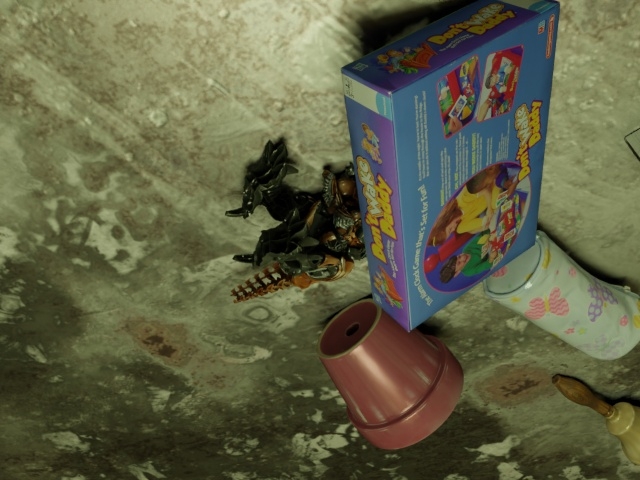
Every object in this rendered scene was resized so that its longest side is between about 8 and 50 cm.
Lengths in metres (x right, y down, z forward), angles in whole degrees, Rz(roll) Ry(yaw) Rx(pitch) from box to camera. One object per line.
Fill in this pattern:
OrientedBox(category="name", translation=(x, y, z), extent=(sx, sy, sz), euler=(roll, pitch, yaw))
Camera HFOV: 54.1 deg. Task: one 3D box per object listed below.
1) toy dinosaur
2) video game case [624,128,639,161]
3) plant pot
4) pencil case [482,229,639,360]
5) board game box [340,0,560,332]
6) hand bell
OrientedBox(category="toy dinosaur", translation=(0.000, 0.000, 0.846), extent=(0.218, 0.164, 0.322), euler=(27, 105, -46))
OrientedBox(category="video game case", translation=(0.505, -0.113, 0.718), extent=(0.232, 0.210, 0.042), euler=(-33, 126, 24))
OrientedBox(category="plant pot", translation=(0.097, 0.200, 1.010), extent=(0.201, 0.201, 0.180), euler=(-32, 110, 24))
OrientedBox(category="pencil case", translation=(0.375, 0.086, 0.959), extent=(0.273, 0.113, 0.124), euler=(27, 116, -25))
OrientedBox(category="board game box", translation=(0.159, -0.082, 0.743), extent=(0.233, 0.078, 0.347), euler=(-31, 135, -20))
OrientedBox(category="hand bell", translation=(0.545, 0.323, 1.205), extent=(0.242, 0.126, 0.126), euler=(31, 125, -13))
